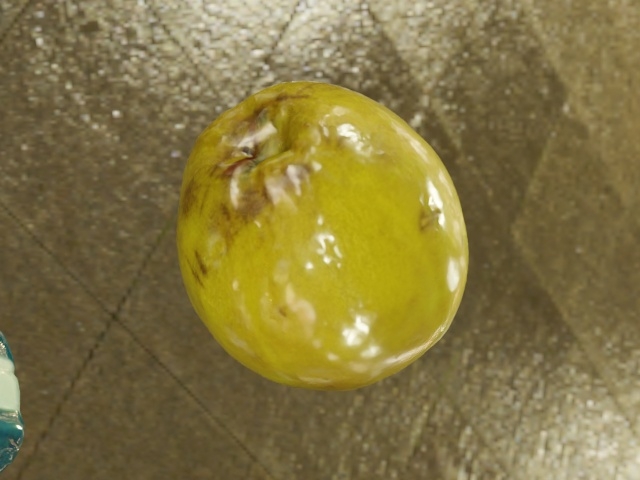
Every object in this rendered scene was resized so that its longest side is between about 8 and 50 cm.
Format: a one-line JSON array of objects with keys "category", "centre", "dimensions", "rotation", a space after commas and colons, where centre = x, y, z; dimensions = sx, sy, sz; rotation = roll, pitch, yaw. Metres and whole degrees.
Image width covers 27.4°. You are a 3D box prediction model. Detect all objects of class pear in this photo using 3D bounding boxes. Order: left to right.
[{"category": "pear", "centre": [0.000, 0.000, 0.678], "dimensions": [0.149, 0.149, 0.162], "rotation": [-54, 131, -34]}]

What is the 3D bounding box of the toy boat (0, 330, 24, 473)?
[{"category": "toy boat", "centre": [-0.251, 0.035, 0.451], "dimensions": [0.299, 0.096, 0.061], "rotation": [17, 52, -30]}]
